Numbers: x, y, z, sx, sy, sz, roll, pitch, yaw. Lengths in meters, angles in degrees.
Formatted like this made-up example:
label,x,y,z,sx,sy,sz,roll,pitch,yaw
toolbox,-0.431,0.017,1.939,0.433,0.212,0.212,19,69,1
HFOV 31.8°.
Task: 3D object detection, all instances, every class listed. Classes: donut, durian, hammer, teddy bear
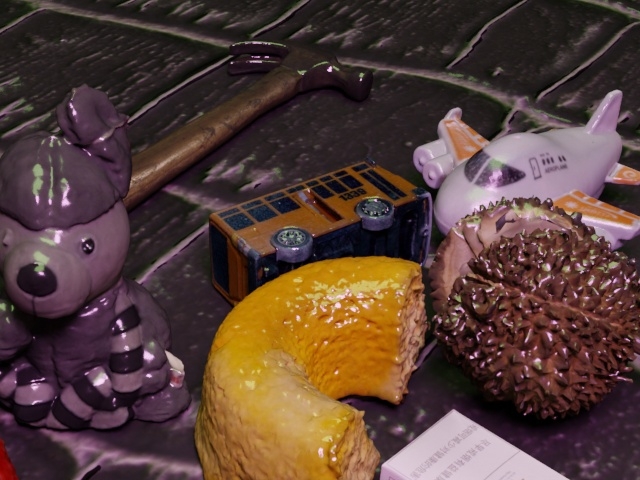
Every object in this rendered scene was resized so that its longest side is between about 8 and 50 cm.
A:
label,x,y,z,sx,sy,sz,roll,pitch,yaw
donut,-0.018,0.102,0.830,0.152,0.101,0.259,8,39,15
durian,0.179,0.052,0.862,0.196,0.167,0.196,14,40,-12
hammer,-0.117,-0.114,1.176,0.168,0.044,0.440,21,38,23
teddy bear,-0.204,0.027,0.810,0.171,0.251,0.144,-10,32,6

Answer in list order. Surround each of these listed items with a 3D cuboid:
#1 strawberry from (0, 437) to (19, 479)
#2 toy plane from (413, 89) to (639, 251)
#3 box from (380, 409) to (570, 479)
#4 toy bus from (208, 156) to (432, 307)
label,x,y,z,sx,sy,sz,roll,pitch,yaw
strawberry,-0.328,0.118,0.689,0.261,0.258,0.261,-16,10,3
toy plane,0.205,-0.062,1.064,0.244,0.117,0.245,4,35,-2
box,0.125,0.183,0.764,0.154,0.040,0.084,30,40,32
toy bus,0.000,0.000,0.978,0.182,0.091,0.103,-21,40,-28
